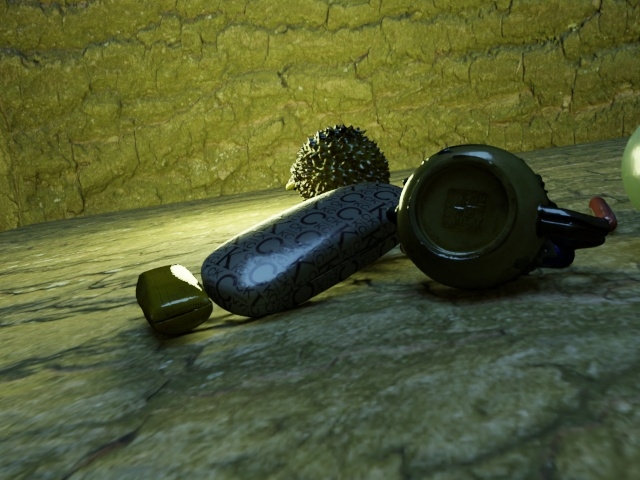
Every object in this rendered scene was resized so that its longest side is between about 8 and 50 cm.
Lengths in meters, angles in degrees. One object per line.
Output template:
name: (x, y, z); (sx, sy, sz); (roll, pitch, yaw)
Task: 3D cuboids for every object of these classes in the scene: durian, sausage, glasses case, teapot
durian: (0.050, -0.182, 1.508); (0.258, 0.257, 0.293); (-14, 1, -29)
sausage: (0.458, -0.044, 0.924); (0.030, 0.029, 0.223); (-5, 10, 23)
glasses case: (-0.195, 0.071, 0.736); (0.079, 0.064, 0.234); (-19, 13, -18)
glasses case: (0.000, 0.000, 0.795); (0.355, 0.085, 0.137); (-28, 38, -35)
teapot: (0.202, -0.022, 0.695); (0.270, 0.172, 0.183); (7, -6, 25)

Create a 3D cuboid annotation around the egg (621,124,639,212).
egg: (0.479, -0.086, 0.637); (0.203, 0.202, 0.283); (-13, 6, -20)

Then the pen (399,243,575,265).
pen: (0.221, 0.012, 0.807); (0.033, 0.033, 0.269); (-17, 13, -39)
